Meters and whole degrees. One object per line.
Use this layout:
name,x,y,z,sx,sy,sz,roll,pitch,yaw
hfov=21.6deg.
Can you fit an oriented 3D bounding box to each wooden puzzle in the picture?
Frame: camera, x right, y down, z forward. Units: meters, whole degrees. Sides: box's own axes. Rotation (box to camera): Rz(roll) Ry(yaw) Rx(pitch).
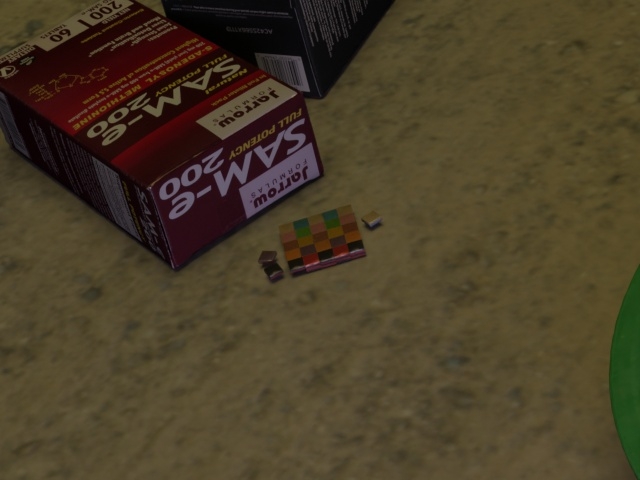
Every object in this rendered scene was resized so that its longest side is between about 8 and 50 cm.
wooden puzzle,0.000,0.000,1.068,0.083,0.006,0.049,-16,37,1

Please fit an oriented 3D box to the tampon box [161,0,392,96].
tampon box,-0.026,-0.197,1.249,0.120,0.101,0.161,8,43,28

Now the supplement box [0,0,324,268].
supplement box,-0.123,-0.084,1.168,0.130,0.073,0.239,-34,41,-22

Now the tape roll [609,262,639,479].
tape roll,0.298,0.052,0.775,0.321,0.077,0.321,-20,40,18
